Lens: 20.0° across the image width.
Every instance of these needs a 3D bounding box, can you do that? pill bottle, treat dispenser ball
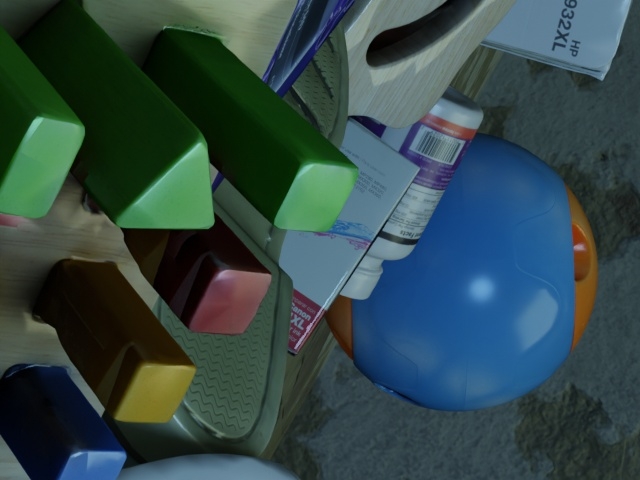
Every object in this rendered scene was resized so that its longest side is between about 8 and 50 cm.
[{"bbox_3d":[0.051,-0.051,1.563,0.193,0.108,0.108,-62,174,14],"label":"pill bottle"},{"bbox_3d":[0.141,0.032,1.864,0.288,0.288,0.288,-60,174,-10],"label":"treat dispenser ball"}]

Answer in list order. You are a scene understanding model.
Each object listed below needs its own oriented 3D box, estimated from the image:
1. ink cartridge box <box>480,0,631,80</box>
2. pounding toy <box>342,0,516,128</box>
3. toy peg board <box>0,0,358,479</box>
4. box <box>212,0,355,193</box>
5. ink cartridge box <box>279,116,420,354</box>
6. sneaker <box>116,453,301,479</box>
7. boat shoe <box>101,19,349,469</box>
[{"bbox_3d":[0.198,-0.275,1.380,0.307,0.129,0.223,-55,160,-68],"label":"ink cartridge box"},{"bbox_3d":[0.075,-0.162,0.828,0.269,0.155,0.154,-52,145,1],"label":"pounding toy"},{"bbox_3d":[-0.083,0.009,0.415,0.161,0.079,0.160,7,118,-42],"label":"toy peg board"},{"bbox_3d":[-0.018,-0.152,0.523,0.184,0.103,0.261,-60,175,-40],"label":"box"},{"bbox_3d":[0.000,0.000,1.433,0.175,0.072,0.127,-56,178,-4],"label":"ink cartridge box"},{"bbox_3d":[-0.107,0.179,0.475,0.366,0.150,0.135,-21,152,-42],"label":"sneaker"},{"bbox_3d":[-0.064,-0.030,0.689,0.103,0.113,0.302,-20,-146,26],"label":"boat shoe"}]
